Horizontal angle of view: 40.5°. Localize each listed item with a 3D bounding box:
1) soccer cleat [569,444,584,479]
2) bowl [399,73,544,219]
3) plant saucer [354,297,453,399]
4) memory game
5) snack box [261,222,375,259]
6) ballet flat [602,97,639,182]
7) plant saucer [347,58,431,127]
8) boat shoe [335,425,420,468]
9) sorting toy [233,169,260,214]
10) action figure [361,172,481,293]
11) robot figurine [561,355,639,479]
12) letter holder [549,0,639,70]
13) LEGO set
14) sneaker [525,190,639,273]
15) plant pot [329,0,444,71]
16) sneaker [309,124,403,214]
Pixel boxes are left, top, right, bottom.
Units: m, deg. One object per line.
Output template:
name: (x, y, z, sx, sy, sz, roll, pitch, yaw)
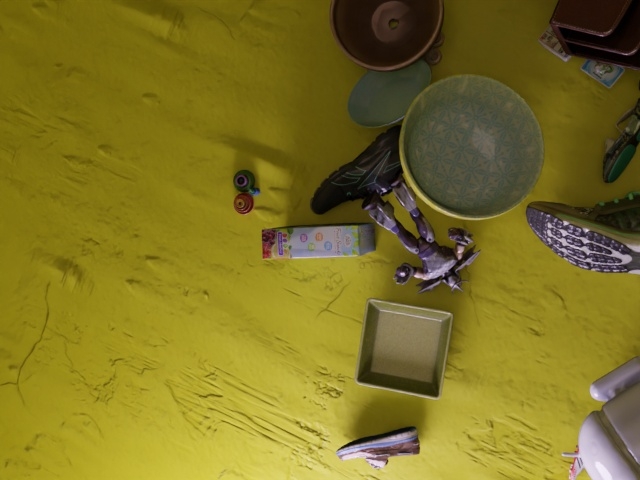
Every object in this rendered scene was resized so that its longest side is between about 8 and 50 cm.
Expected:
soccer cleat: (0.530, 0.456, 1.767, 0.036, 0.029, 0.083, 15, 89, 18)
bowl: (0.288, -0.174, 1.751, 0.290, 0.156, 0.289, 1, 83, -6)
plant saucer: (0.180, 0.227, 1.850, 0.188, 0.045, 0.188, 9, 92, 14)
memory game: (0.174, -0.419, 1.870, 0.186, 0.012, 0.186, 0, 90, 14)
snack box: (0.000, 0.000, 1.830, 0.207, 0.174, 0.070, -1, 93, 14)
ballet flat: (0.610, -0.204, 1.738, 0.070, 0.070, 0.188, 36, 97, 12)
plant saucer: (0.149, -0.303, 1.817, 0.195, 0.037, 0.194, -19, 48, 22)
boat shoe: (0.124, 0.452, 1.853, 0.183, 0.066, 0.066, -16, 87, 14)
sorting toy: (-0.171, -0.110, 1.943, 0.061, 0.042, 0.101, -4, 89, 14)
action figure: (0.208, 0.003, 1.793, 0.185, 0.099, 0.285, -38, 101, 8)
robot figurine: (0.644, 0.368, 1.649, 0.353, 0.200, 0.299, -36, 54, 12)
letter holder: (0.604, -0.494, 1.641, 0.215, 0.152, 0.301, 23, 89, 30)
LEGO set: (0.595, -0.405, 1.753, 0.244, 0.060, 0.182, 42, 100, 23)
sneaker: (0.618, -0.035, 1.717, 0.411, 0.158, 0.182, 14, 62, 16)
plant pot: (0.145, -0.466, 1.814, 0.238, 0.110, 0.237, 0, 91, 15)
sneaker: (0.095, -0.130, 1.845, 0.267, 0.101, 0.106, -38, 83, 12)
